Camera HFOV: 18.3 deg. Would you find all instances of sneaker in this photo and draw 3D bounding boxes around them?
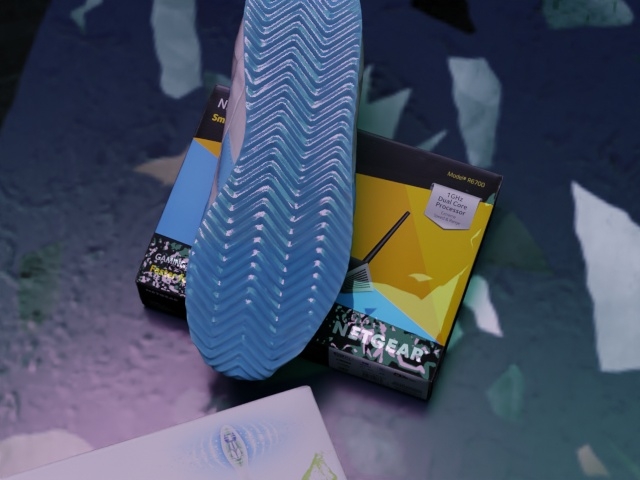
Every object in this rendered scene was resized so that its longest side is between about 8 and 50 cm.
[{"bbox_3d":[-0.018,-0.035,1.092,0.087,0.092,0.228,12,89,3],"label":"sneaker"}]

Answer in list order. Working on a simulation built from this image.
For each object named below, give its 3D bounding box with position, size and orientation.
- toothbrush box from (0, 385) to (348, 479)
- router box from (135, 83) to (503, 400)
[{"bbox_3d":[-0.058,0.245,0.997,0.206,0.122,0.283,-15,69,-20],"label":"toothbrush box"},{"bbox_3d":[0.000,0.000,1.145,0.179,0.046,0.133,18,71,7],"label":"router box"}]
